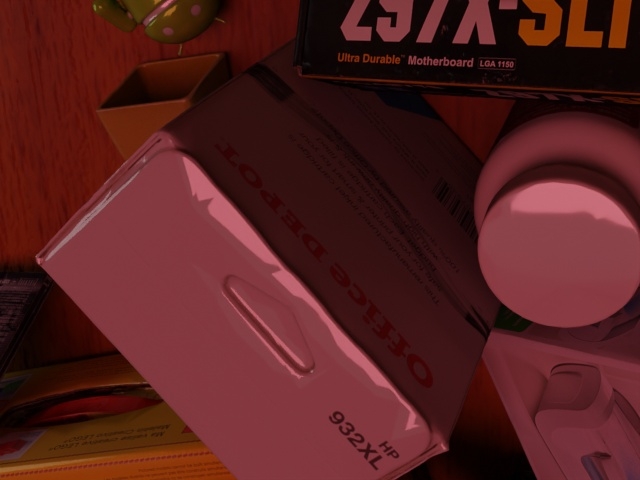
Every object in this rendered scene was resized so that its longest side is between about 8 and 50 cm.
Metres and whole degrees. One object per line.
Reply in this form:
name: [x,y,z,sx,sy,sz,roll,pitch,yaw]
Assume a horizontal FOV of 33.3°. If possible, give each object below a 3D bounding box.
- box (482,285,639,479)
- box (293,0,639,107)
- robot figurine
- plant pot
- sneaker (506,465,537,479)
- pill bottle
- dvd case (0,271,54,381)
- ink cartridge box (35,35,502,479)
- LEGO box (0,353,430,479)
box: [0.261,0.141,0.704,0.231,0.127,0.262,9,131,55]
box: [0.143,-0.205,0.586,0.322,0.079,0.257,10,96,36]
robot figurine: [-0.120,-0.196,0.792,0.101,0.067,0.115,-33,100,17]
plant pot: [-0.111,-0.088,0.834,0.081,0.081,0.083,-4,122,22]
sneaker: [0.146,0.209,0.829,0.227,0.087,0.130,33,82,-34]
pill bottle: [0.164,-0.036,0.674,0.121,0.216,0.121,9,117,17]
dvd case: [-0.340,0.120,0.927,0.164,0.221,0.018,0,142,31]
ink cartridge box: [0.000,0.000,0.699,0.129,0.307,0.223,-39,96,29]
LEGO box: [-0.142,0.301,0.955,0.500,0.193,0.372,-12,109,24]
